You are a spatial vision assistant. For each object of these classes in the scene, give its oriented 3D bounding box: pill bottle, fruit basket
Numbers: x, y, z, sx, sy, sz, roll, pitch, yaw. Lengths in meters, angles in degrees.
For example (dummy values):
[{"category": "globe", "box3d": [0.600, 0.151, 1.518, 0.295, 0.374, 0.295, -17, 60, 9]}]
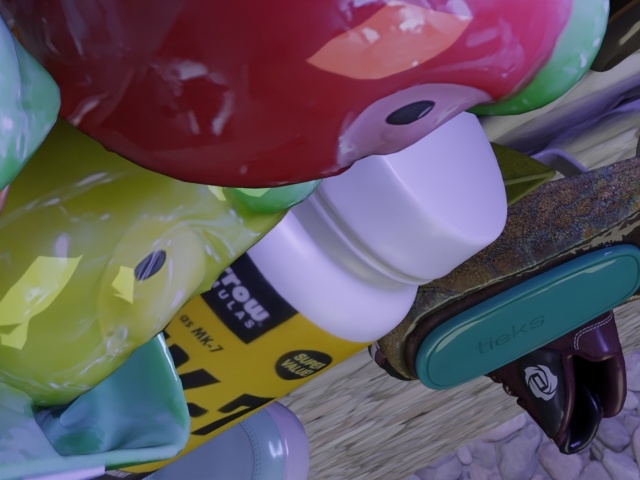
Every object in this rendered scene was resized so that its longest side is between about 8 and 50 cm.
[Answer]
[{"category": "pill bottle", "box3d": [-0.037, 0.007, 0.779, 0.208, 0.119, 0.119, -33, 167, 28]}, {"category": "fruit basket", "box3d": [-0.051, -0.029, 0.398, 0.353, 0.165, 0.327, -20, 172, 23]}]

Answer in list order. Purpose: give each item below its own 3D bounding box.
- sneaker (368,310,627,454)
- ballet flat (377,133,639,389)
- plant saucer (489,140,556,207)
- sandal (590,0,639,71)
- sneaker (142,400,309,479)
[{"category": "sneaker", "box3d": [0.137, 0.098, 1.474, 0.106, 0.163, 0.281, -21, 167, -27]}, {"category": "ballet flat", "box3d": [0.187, -0.018, 1.170, 0.348, 0.123, 0.123, -19, 168, -9]}, {"category": "plant saucer", "box3d": [0.000, 0.000, 1.020, 0.188, 0.045, 0.188, -35, 166, 36]}, {"category": "sandal", "box3d": [0.224, -0.126, 0.915, 0.219, 0.060, 0.090, -27, 169, 3]}, {"category": "sneaker", "box3d": [-0.142, 0.119, 0.962, 0.255, 0.094, 0.151, -6, 173, 19]}]
